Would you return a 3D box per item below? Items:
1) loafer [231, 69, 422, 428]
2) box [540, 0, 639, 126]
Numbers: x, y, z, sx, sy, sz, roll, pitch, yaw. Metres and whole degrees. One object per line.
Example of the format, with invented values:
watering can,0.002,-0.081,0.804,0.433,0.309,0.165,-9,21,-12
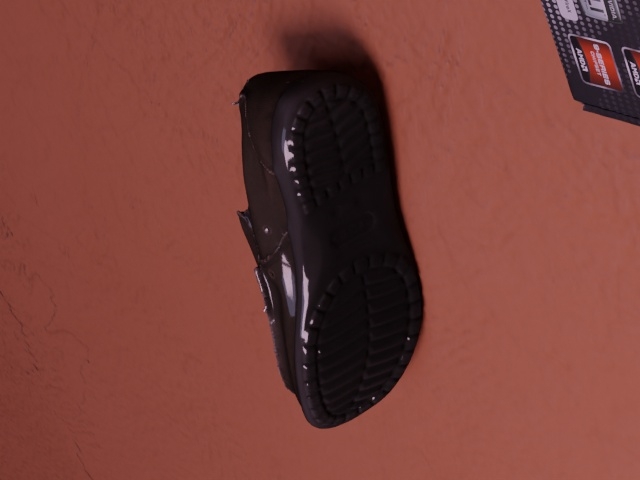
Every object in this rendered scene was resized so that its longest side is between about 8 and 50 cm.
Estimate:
loafer,0.000,0.000,0.984,0.078,0.080,0.220,36,139,47
box,0.148,-0.138,0.602,0.216,0.060,0.270,23,148,43
